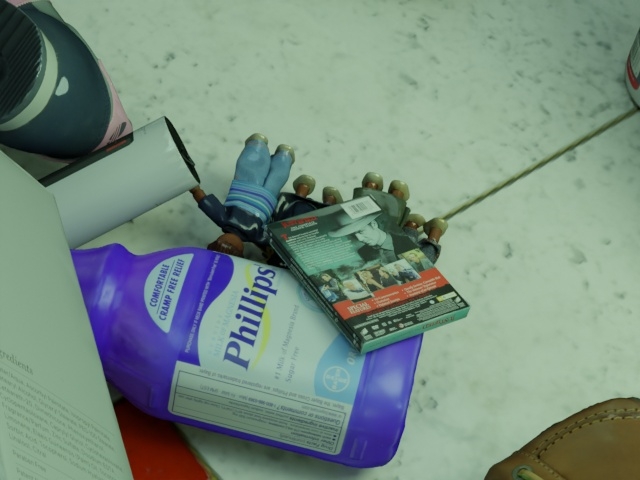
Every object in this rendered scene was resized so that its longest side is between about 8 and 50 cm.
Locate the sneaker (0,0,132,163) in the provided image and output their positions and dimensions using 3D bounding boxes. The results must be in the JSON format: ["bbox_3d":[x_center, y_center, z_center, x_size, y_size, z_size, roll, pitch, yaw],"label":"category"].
[{"bbox_3d":[-0.248,-0.154,1.334,0.112,0.131,0.319,-47,49,10],"label":"sneaker"}]

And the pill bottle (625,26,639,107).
[{"bbox_3d":[0.305,-0.173,1.378,0.108,0.180,0.108,5,54,-7],"label":"pill bottle"}]

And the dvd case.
[{"bbox_3d":[0.030,0.020,1.191,0.087,0.013,0.119,-18,51,-30],"label":"dvd case"}]

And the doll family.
[{"bbox_3d":[0.000,0.000,1.273,0.193,0.076,0.111,16,58,8],"label":"doll family"}]

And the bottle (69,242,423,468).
[{"bbox_3d":[-0.077,0.064,1.196,0.283,0.092,0.118,15,47,1],"label":"bottle"}]

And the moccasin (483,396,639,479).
[{"bbox_3d":[0.231,0.265,1.079,0.147,0.139,0.380,-25,64,-17],"label":"moccasin"}]

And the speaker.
[{"bbox_3d":[-0.152,-0.032,1.245,0.136,0.055,0.055,-27,60,4],"label":"speaker"}]

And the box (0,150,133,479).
[{"bbox_3d":[-0.243,0.120,1.032,0.215,0.168,0.345,-27,58,12],"label":"box"}]
